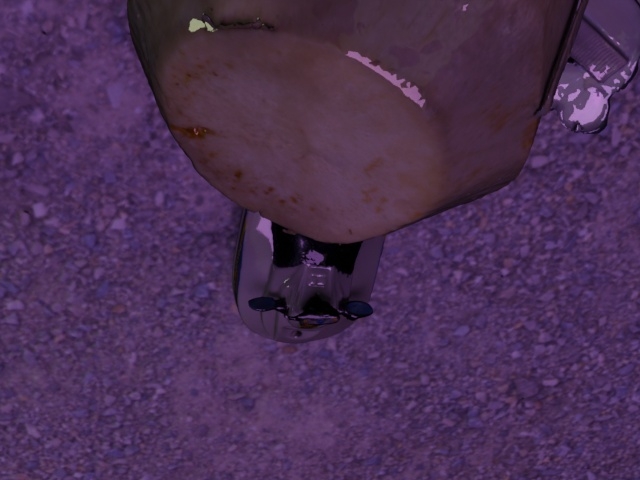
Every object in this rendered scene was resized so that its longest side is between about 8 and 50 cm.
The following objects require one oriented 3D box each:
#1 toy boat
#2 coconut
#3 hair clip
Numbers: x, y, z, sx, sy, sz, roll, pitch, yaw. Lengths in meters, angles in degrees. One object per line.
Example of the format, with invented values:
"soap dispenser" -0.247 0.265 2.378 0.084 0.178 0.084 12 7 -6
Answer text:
"toy boat" 0.000 -0.008 0.959 0.141 0.141 0.269 6 112 -11
"coconut" 0.033 -0.166 0.753 0.323 0.323 0.323 -3 127 -4
"hair clip" 0.204 -0.166 0.912 0.172 0.049 0.116 31 122 -29
